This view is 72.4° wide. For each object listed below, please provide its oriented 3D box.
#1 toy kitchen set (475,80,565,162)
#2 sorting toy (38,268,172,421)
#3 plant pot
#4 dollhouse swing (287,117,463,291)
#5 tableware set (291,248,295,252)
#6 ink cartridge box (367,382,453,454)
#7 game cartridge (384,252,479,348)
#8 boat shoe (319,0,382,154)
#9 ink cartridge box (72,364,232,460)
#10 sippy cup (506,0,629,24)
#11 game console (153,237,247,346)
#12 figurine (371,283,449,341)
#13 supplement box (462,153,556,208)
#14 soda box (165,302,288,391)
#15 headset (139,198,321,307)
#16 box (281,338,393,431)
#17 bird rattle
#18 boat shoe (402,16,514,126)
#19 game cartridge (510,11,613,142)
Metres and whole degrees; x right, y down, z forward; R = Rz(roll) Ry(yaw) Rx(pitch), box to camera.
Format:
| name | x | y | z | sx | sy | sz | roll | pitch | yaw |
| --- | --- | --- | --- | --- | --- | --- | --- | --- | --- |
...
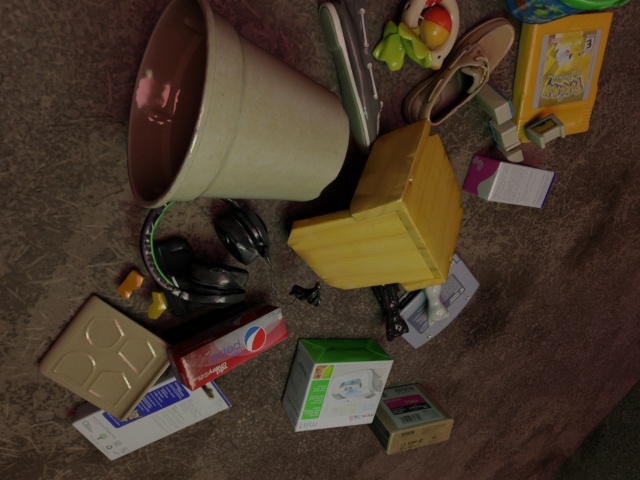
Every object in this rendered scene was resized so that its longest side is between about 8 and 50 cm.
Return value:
| name | x | y | z | sx | sy | sz | roll | pitch | yaw |
| --- | --- | --- | --- | --- | --- | --- | --- | --- | --- |
| toy kitchen set | 0.524 | -0.335 | 1.145 | 0.166 | 0.122 | 0.207 | -29 | 134 | 12 |
| sorting toy | -0.445 | 0.227 | 0.981 | 0.229 | 0.041 | 0.307 | 38 | 92 | -8 |
| plant pot | -0.132 | -0.199 | 0.770 | 0.306 | 0.334 | 0.333 | 8 | 109 | -40 |
| dollhouse swing | 0.141 | -0.062 | 1.088 | 0.347 | 0.305 | 0.315 | 48 | 54 | -45 |
| tableware set | 0.000 | 0.000 | 1.132 | 0.154 | 0.024 | 0.104 | -13 | 121 | -20 |
| ink cartridge box | 0.271 | 0.566 | 1.410 | 0.235 | 0.193 | 0.088 | -1 | 111 | -25 |
| game cartridge | 0.353 | 0.193 | 1.363 | 0.294 | 0.060 | 0.196 | -45 | 119 | 0 |
| boat shoe | 0.092 | -0.357 | 0.957 | 0.096 | 0.112 | 0.335 | -23 | 117 | -8 |
| ink cartridge box | -0.404 | 0.408 | 1.077 | 0.333 | 0.065 | 0.165 | -22 | 120 | -1 |
| sippy cup | 0.535 | -0.596 | 0.964 | 0.240 | 0.224 | 0.305 | -43 | 100 | 0 |
| game console | -0.296 | 0.151 | 1.051 | 0.213 | 0.044 | 0.361 | -22 | 122 | -14 |
| figurine | 0.265 | 0.171 | 1.253 | 0.215 | 0.092 | 0.209 | -18 | 108 | -6 |
| supplement box | 0.535 | -0.168 | 1.246 | 0.220 | 0.111 | 0.113 | 3 | 111 | -26 |
| soda box | -0.209 | 0.237 | 1.013 | 0.263 | 0.092 | 0.083 | -23 | 106 | -36 |
| headset | -0.182 | 0.042 | 0.942 | 0.394 | 0.185 | 0.243 | 32 | 79 | -28 |
| box | 0.045 | 0.415 | 1.281 | 0.262 | 0.127 | 0.231 | 7 | 108 | -28 |
| bird rattle | 0.230 | -0.498 | 0.978 | 0.207 | 0.143 | 0.253 | 14 | 93 | -41 |
| boat shoe | 0.356 | -0.398 | 1.059 | 0.341 | 0.110 | 0.121 | -46 | 123 | 1 |
| game cartridge | 0.661 | -0.447 | 1.212 | 0.285 | 0.053 | 0.323 | -14 | 117 | -18 |
